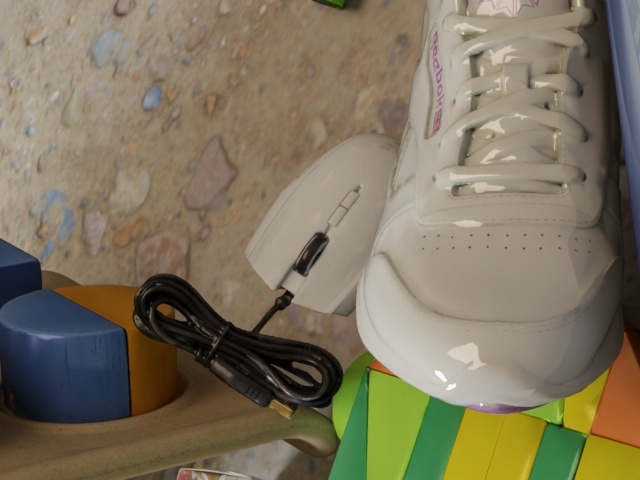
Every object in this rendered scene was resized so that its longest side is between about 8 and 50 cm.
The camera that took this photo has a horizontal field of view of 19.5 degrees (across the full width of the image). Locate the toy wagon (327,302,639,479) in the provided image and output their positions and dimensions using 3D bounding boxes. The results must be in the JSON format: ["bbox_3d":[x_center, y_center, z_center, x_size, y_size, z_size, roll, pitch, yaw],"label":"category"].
[{"bbox_3d":[0.071,0.190,0.821,0.267,0.068,0.344,13,82,51],"label":"toy wagon"}]

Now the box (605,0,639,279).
[{"bbox_3d":[0.193,-0.097,0.616,0.183,0.296,0.294,-3,61,4],"label":"box"}]

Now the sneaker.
[{"bbox_3d":[0.072,-0.053,0.799,0.114,0.152,0.305,-1,37,8],"label":"sneaker"}]

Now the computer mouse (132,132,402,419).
[{"bbox_3d":[0.000,0.000,0.932,0.193,0.106,0.042,-51,-15,-36],"label":"computer mouse"}]

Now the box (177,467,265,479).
[{"bbox_3d":[-0.067,0.279,0.940,0.063,0.067,0.324,-2,70,48],"label":"box"}]

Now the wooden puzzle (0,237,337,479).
[{"bbox_3d":[-0.212,0.060,0.975,0.322,0.348,0.080,21,112,55],"label":"wooden puzzle"}]

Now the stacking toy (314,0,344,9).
[{"bbox_3d":[-0.017,-0.244,1.148,0.221,0.052,0.167,31,97,50],"label":"stacking toy"}]
